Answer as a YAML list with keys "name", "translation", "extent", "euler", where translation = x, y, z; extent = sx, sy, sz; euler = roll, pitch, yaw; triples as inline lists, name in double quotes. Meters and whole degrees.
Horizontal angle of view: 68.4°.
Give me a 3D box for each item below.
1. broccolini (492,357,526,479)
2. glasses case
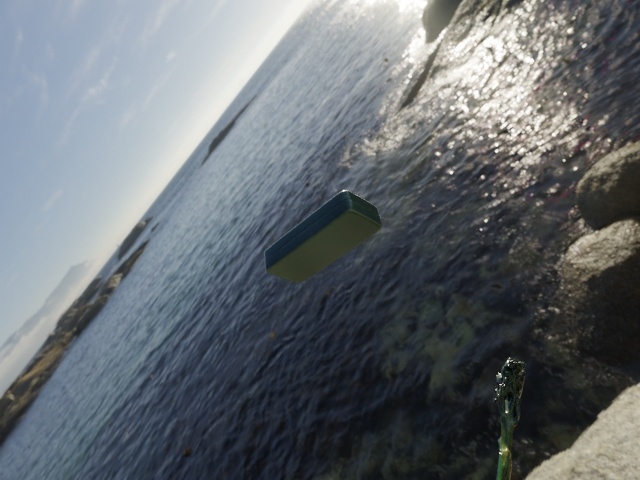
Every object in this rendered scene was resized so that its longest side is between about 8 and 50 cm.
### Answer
- name: "broccolini"
  translation: [0.256, 0.286, 0.679]
  extent: [0.057, 0.071, 0.255]
  euler: [-22, 30, 50]
- name: "glasses case"
  translation: [0.000, 0.000, 0.706]
  extent: [0.184, 0.077, 0.040]
  euler: [-36, 47, 32]
